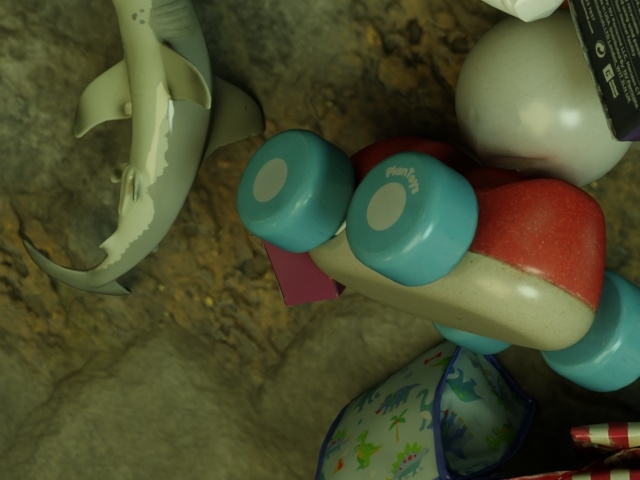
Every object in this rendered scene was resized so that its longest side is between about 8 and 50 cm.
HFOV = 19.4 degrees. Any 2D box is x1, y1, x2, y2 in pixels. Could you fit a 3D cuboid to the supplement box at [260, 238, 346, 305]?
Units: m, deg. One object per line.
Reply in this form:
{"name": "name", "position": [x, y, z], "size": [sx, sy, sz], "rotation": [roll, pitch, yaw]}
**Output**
{"name": "supplement box", "position": [0.000, 0.000, 1.258], "size": [0.043, 0.083, 0.055], "rotation": [-9, 112, 26]}

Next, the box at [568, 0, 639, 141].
{"name": "box", "position": [0.252, -0.145, 0.987], "size": [0.207, 0.153, 0.108], "rotation": [-45, 56, 58]}

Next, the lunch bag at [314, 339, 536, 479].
{"name": "lunch bag", "position": [0.064, 0.149, 1.266], "size": [0.129, 0.151, 0.096], "rotation": [-37, 97, 31]}

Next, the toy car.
{"name": "toy car", "position": [0.113, -0.062, 1.151], "size": [0.219, 0.238, 0.210], "rotation": [30, 171, -38]}

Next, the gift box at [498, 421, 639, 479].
{"name": "gift box", "position": [0.172, 0.253, 1.159], "size": [0.276, 0.255, 0.258], "rotation": [-5, 73, 9]}

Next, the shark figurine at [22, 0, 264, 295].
{"name": "shark figurine", "position": [-0.097, -0.057, 1.266], "size": [0.166, 0.116, 0.278], "rotation": [36, 121, 43]}

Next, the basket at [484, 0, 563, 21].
{"name": "basket", "position": [0.076, -0.353, 0.946], "size": [0.328, 0.266, 0.331], "rotation": [31, 123, 5]}
